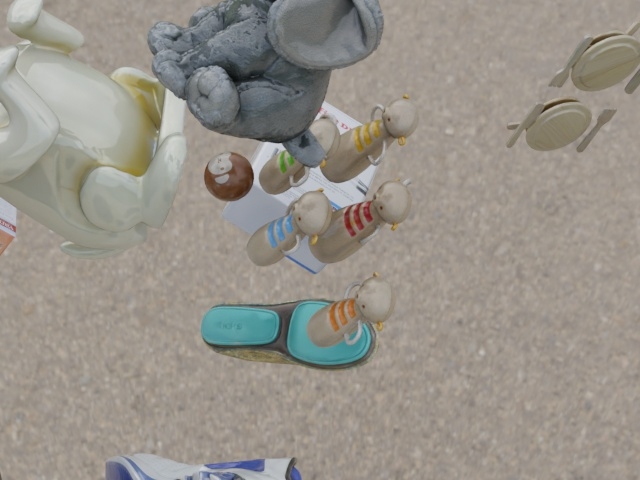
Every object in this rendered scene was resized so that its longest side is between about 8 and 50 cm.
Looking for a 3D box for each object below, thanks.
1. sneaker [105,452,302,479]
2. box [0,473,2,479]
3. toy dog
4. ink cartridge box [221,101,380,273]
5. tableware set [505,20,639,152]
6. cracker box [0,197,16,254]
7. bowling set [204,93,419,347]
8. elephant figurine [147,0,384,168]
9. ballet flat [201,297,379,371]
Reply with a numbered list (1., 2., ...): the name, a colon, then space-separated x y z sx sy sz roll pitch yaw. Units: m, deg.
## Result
1. sneaker: -0.121 0.323 1.265 0.182 0.315 0.128 6 80 -38
2. box: -0.501 0.368 1.350 0.165 0.270 0.143 4 34 4
3. toy dog: -0.407 -0.155 1.460 0.407 0.395 0.285 14 56 -15
4. ink cartridge box: -0.017 -0.081 1.366 0.148 0.086 0.203 32 46 -8
5. tableware set: 0.309 -0.183 1.273 0.128 0.194 0.039 1 52 -28
6. cracker box: -0.622 -0.080 1.874 0.155 0.067 0.232 33 18 -30
7. bowling set: -0.010 -0.043 1.116 0.199 0.154 0.287 20 56 -30
8. elephant figurine: -0.023 -0.205 0.903 0.169 0.239 0.186 50 22 19
9. ballet flat: -0.038 0.159 1.770 0.348 0.123 0.123 1 46 31
